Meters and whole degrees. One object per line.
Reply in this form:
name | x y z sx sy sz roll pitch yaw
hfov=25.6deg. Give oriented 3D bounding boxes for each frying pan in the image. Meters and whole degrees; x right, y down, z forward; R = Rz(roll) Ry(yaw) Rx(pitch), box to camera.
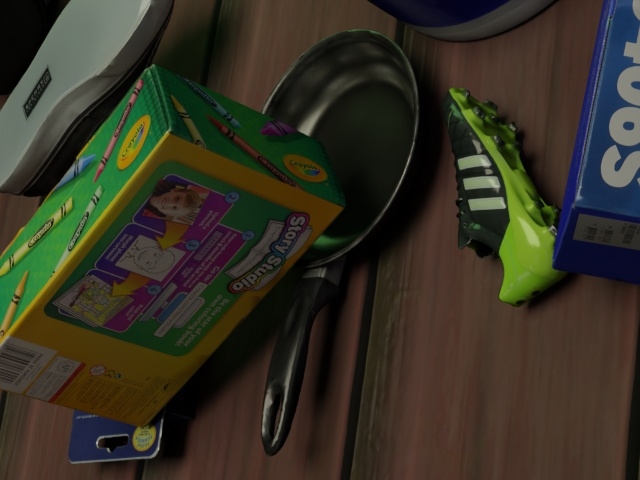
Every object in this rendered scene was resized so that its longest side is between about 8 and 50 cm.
frying pan | 0.020 -0.015 1.079 0.197 0.053 0.326 -33 53 36

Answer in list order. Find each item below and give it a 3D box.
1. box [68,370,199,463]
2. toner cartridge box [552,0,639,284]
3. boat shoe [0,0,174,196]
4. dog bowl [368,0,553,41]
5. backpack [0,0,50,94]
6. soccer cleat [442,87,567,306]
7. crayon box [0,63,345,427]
box | -0.156 0.086 1.237 0.136 0.036 0.225 -12 63 45
toner cartridge box | 0.211 -0.158 0.844 0.075 0.165 0.347 12 79 7
boat shoe | -0.211 -0.144 1.356 0.306 0.105 0.113 -50 47 29
dog bowl | 0.109 -0.293 1.069 0.265 0.104 0.265 -23 56 39
backpack | -0.438 -0.381 1.609 0.273 0.290 0.355 -48 36 9
soccer cleat | 0.116 -0.034 0.978 0.072 0.060 0.179 -45 47 26
crayon box | -0.133 0.015 1.078 0.278 0.165 0.081 -48 41 25
